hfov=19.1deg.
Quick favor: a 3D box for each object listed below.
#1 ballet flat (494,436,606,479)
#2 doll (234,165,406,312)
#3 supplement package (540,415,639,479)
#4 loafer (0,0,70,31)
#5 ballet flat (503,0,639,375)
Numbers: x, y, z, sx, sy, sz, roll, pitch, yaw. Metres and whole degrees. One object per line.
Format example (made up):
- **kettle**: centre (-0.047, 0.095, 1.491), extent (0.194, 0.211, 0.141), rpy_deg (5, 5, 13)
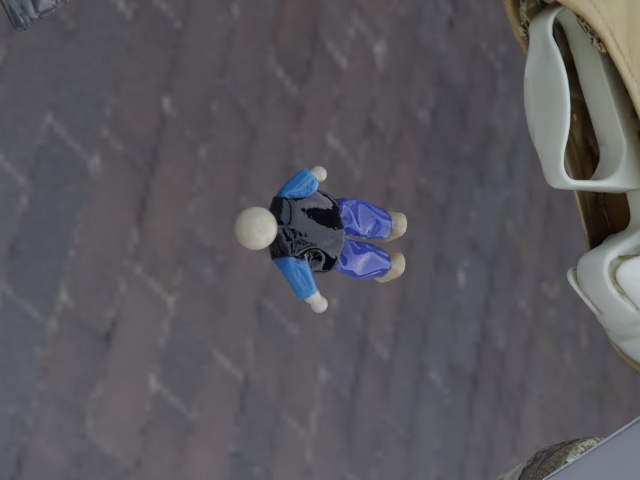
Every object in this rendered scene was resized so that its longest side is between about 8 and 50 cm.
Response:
- **ballet flat**: centre (0.254, 0.297, 1.824), extent (0.483, 0.182, 0.164), rpy_deg (40, 70, -53)
- **doll**: centre (0.000, 0.000, 1.671), extent (0.189, 0.046, 0.129), rpy_deg (10, 80, -46)
- **supplement package**: centre (0.171, 0.199, 0.873), extent (0.145, 0.262, 0.204), rpy_deg (59, -3, -23)
- **loafer**: centre (-0.222, -0.227, 1.368), extent (0.170, 0.061, 0.062), rpy_deg (73, -9, -55)
- **ballet flat**: centre (0.128, -0.016, 0.817), extent (0.073, 0.080, 0.232), rpy_deg (-19, 94, -34)
